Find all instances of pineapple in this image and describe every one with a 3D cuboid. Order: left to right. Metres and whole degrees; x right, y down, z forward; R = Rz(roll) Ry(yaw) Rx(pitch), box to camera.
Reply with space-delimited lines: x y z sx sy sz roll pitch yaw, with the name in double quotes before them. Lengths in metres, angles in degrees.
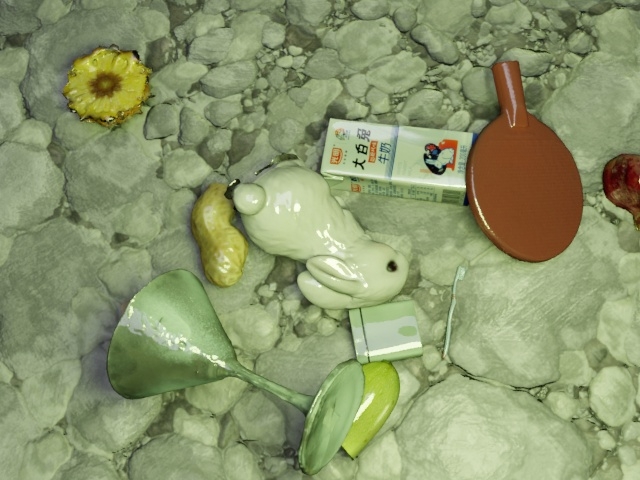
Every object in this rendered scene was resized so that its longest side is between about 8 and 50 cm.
"pineapple" -0.473 -0.340 1.677 0.224 0.076 0.225 -1 70 3

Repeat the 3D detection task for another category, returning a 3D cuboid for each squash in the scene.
"squash" 0.079 0.306 1.405 0.123 0.123 0.187 39 77 15

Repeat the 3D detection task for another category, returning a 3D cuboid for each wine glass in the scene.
"wine glass" -0.143 0.231 1.321 0.406 0.267 0.267 18 75 27

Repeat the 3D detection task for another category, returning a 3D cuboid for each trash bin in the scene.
"trash bin" 0.127 0.182 1.466 0.130 0.059 0.116 -10 71 1

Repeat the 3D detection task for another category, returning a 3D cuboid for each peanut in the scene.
"peanut" -0.211 -0.014 1.542 0.103 0.098 0.229 -1 68 -39

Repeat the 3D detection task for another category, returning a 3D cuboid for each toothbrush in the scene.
"toothbrush" 0.265 0.142 1.489 0.019 0.013 0.193 15 74 1

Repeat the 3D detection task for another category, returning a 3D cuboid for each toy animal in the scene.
"toy animal" 0.000 0.000 1.460 0.357 0.194 0.258 42 36 15

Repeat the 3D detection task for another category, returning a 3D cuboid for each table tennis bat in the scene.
"table tennis bat" 0.404 -0.160 1.491 0.268 0.051 0.415 -4 81 -22

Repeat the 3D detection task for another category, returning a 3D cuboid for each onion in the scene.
"onion" 0.668 -0.100 1.482 0.206 0.098 0.151 19 74 10

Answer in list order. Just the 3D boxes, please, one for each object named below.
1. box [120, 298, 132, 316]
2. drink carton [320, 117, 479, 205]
"box" -0.352 0.171 1.504 0.062 0.089 0.122 -22 71 10
"drink carton" 0.163 -0.162 1.547 0.315 0.106 0.131 7 72 9
